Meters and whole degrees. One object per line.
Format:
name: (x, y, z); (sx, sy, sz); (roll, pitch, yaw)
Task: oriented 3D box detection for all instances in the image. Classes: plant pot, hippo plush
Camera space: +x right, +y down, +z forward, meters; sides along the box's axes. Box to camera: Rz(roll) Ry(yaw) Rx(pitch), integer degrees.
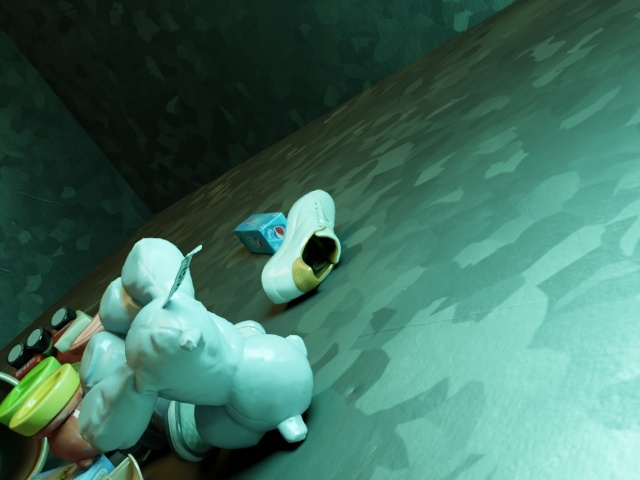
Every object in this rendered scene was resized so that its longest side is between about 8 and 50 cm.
plant pot: (-0.652, 0.394, 1.379); (0.263, 0.263, 0.229); (-48, 1, -38)
hippo plush: (-0.126, 0.127, 0.893); (0.294, 0.237, 0.234); (-43, 38, 35)

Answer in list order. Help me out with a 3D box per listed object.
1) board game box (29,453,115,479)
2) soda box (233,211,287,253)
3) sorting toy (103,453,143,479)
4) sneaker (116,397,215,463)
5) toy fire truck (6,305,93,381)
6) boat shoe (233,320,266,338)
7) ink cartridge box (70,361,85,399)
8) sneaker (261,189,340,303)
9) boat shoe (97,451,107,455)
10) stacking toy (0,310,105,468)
board game box: (-0.430, 0.414, 1.147); (0.212, 0.039, 0.160); (-24, 18, 37)
soda box: (-0.130, -0.017, 1.736); (0.067, 0.071, 0.210); (-40, 15, -17)
sorting toy: (-0.265, 0.340, 1.001); (0.083, 0.044, 0.075); (-42, 23, -23)
sneaker: (-0.222, 0.270, 1.042); (0.163, 0.086, 0.226); (-44, 22, 7)
toy fire truck: (-0.587, 0.288, 1.627); (0.217, 0.158, 0.246); (-38, 41, 11)
boat shoe: (-0.190, 0.199, 1.174); (0.226, 0.083, 0.076); (-33, 14, 9)
ink cartridge box: (-0.435, 0.287, 1.418); (0.209, 0.109, 0.062); (-21, 22, 46)
sneaker: (0.000, 0.000, 1.352); (0.123, 0.106, 0.290); (-20, 30, 31)
boat shoe: (-0.321, 0.276, 1.273); (0.223, 0.080, 0.073); (-52, -6, -25)
stacking toy: (-0.380, 0.228, 1.238); (0.280, 0.130, 0.309); (-22, 27, 50)
